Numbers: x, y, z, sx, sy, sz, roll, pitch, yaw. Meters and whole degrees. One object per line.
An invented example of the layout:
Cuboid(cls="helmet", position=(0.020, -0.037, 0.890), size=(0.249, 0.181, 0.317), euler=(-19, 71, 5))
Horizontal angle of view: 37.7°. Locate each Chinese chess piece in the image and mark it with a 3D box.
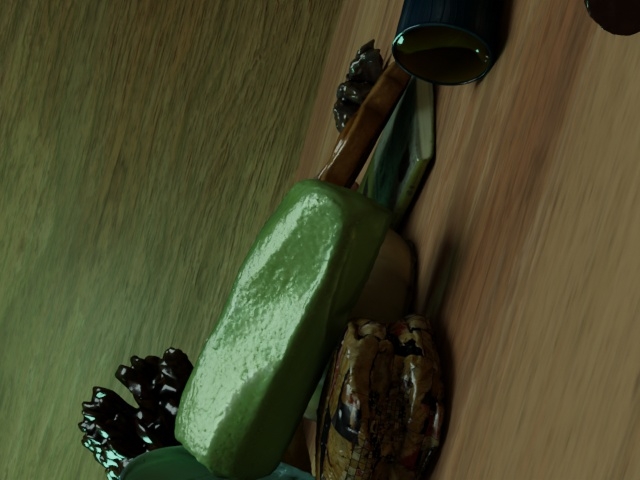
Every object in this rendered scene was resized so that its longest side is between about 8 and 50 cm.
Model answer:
Cuboid(cls="Chinese chess piece", position=(0.034, 0.105, 1.220), size=(0.270, 0.112, 0.270), euler=(-164, 90, -83))

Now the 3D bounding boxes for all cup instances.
Cuboid(cls="cup", position=(0.146, -0.262, 1.093), size=(0.150, 0.114, 0.138), euler=(126, 159, -66))

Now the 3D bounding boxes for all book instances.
Cuboid(cls="book", position=(0.094, -0.068, 1.394), size=(0.239, 0.035, 0.352), euler=(-85, 13, -46))

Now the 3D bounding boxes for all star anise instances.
Cuboid(cls="star anise", position=(0.069, -0.287, 1.852), size=(0.212, 0.073, 0.196), euler=(119, 167, -70))

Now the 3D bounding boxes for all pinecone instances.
Cuboid(cls="pinecone", position=(-0.218, 0.355, 1.674), size=(0.398, 0.398, 0.397), euler=(-165, 90, -82))

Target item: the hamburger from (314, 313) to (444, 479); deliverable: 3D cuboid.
Cuboid(cls="hamburger", position=(0.053, 0.180, 0.972), size=(0.231, 0.107, 0.230), euler=(-171, 90, -81))

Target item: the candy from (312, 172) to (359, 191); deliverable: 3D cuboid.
Cuboid(cls="candy", position=(0.000, 0.000, 1.715), size=(0.255, 0.094, 0.255), euler=(-165, 90, -82))

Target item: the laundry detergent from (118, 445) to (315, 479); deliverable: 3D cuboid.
Cuboid(cls="laundry detergent", position=(-0.114, 0.420, 1.006), size=(0.287, 0.287, 0.305), euler=(-117, 42, -79))

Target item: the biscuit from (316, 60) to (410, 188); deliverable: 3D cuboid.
Cuboid(cls="biscuit", position=(0.030, -0.101, 1.311), size=(0.333, 0.047, 0.202), euler=(-60, -3, -4))

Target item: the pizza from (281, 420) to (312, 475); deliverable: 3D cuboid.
Cuboid(cls="pizza", position=(-0.067, 0.363, 1.244), size=(0.074, 0.182, 0.365), euler=(-13, 74, 33))

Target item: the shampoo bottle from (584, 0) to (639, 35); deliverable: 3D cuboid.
Cuboid(cls="shampoo bottle", position=(0.220, -0.240, 0.704), size=(0.068, 0.067, 0.236), euler=(-43, 26, 40))

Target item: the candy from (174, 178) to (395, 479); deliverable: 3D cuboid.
Cuboid(cls="candy", position=(-0.037, 0.100, 1.024), size=(0.132, 0.142, 0.343), euler=(37, 104, 52))
